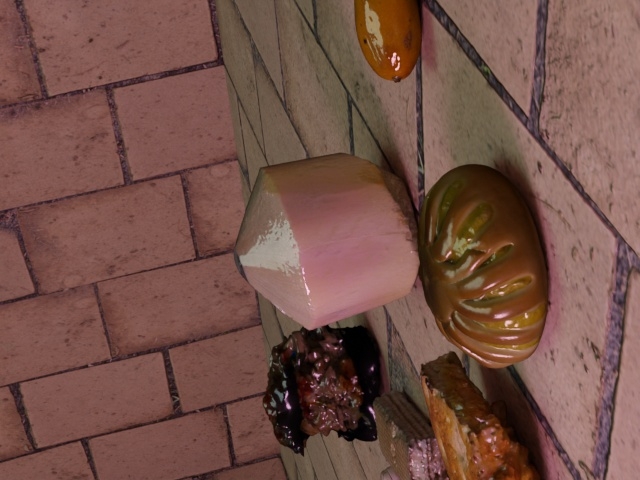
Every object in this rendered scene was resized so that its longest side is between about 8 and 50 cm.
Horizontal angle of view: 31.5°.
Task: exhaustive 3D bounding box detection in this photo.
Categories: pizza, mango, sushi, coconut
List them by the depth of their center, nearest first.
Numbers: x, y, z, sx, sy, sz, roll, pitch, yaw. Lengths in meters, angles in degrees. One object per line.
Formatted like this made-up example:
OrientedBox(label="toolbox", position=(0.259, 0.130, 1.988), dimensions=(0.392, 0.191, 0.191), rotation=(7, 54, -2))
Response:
OrientedBox(label="pizza", position=(0.195, 0.258, 1.266), dimensions=(0.226, 0.086, 0.335), rotation=(86, 167, -58))
OrientedBox(label="mango", position=(0.074, -0.273, 1.298), dimensions=(0.098, 0.075, 0.190), rotation=(157, 106, -75))
OrientedBox(label="coconut", position=(0.000, 0.000, 1.575), dimensions=(0.239, 0.244, 0.239), rotation=(168, 90, -81))
OrientedBox(label="sushi", position=(-0.003, 0.261, 2.026), dimensions=(0.225, 0.218, 0.238), rotation=(116, 140, -69))

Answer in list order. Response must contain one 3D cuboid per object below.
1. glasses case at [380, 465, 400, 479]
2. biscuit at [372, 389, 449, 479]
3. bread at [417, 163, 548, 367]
OrientedBox(label="glasses case", position=(0.152, 0.457, 1.818), dimensions=(0.204, 0.051, 0.081), rotation=(63, 176, 9))
OrientedBox(label="biscuit", position=(0.138, 0.316, 1.755), dimensions=(0.239, 0.062, 0.108), rotation=(-141, 39, -74))
OrientedBox(label="bread", position=(0.157, 0.031, 1.150), dimensions=(0.213, 0.104, 0.213), rotation=(166, 90, -77))
